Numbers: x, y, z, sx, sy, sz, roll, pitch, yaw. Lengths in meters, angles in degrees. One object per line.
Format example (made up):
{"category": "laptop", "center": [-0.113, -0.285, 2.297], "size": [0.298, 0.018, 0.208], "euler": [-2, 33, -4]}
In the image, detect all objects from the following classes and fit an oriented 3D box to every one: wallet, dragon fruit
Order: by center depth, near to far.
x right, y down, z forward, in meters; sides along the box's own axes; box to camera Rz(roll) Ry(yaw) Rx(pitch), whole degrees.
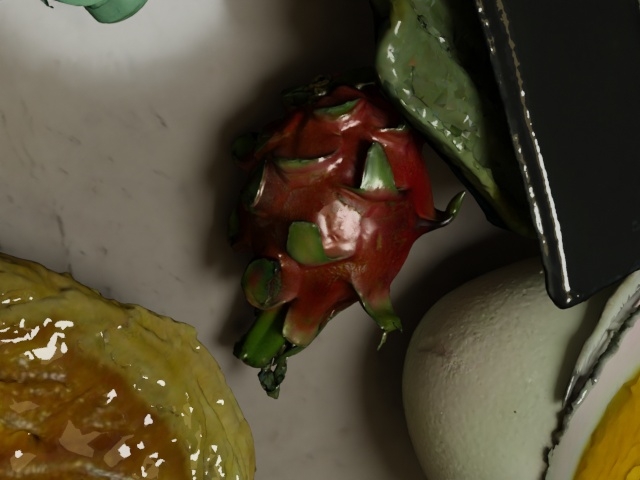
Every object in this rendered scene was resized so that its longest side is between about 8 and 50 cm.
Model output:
{"category": "wallet", "center": [0.156, -0.110, 0.788], "size": [0.146, 0.030, 0.285], "euler": [-22, 100, -35]}
{"category": "dragon fruit", "center": [0.003, 0.001, 0.843], "size": [0.135, 0.137, 0.236], "euler": [14, 97, -27]}

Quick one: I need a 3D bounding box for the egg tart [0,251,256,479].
{"category": "egg tart", "center": [-0.236, 0.141, 0.777], "size": [0.351, 0.153, 0.339], "euler": [-43, 120, -4]}

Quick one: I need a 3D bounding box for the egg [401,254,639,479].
{"category": "egg", "center": [0.170, 0.118, 0.949], "size": [0.286, 0.174, 0.264], "euler": [31, 82, -53]}

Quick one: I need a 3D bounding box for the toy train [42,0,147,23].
{"category": "toy train", "center": [-0.159, -0.256, 0.690], "size": [0.177, 0.116, 0.285], "euler": [-49, 130, -10]}

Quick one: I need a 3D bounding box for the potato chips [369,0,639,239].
{"category": "potato chips", "center": [0.188, -0.167, 0.872], "size": [0.429, 0.070, 0.358], "euler": [32, 73, -33]}
